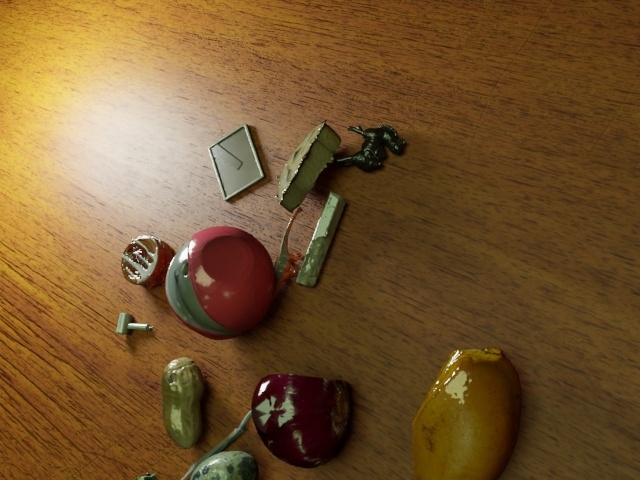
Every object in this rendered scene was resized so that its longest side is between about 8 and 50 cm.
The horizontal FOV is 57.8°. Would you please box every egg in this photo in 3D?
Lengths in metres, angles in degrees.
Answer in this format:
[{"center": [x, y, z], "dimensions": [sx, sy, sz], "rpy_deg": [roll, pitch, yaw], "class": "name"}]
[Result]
[{"center": [-0.231, 0.584, 1.401], "dimensions": [0.181, 0.141, 0.141], "rpy_deg": [-33, 62, 3], "class": "egg"}]

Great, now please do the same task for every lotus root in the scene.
[{"center": [-0.045, -0.193, 1.536], "dimensions": [0.261, 0.074, 0.170], "rpy_deg": [-57, 22, -8], "class": "lotus root"}]

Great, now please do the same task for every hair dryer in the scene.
[{"center": [-0.550, 0.251, 1.731], "dimensions": [0.124, 0.038, 0.063], "rpy_deg": [0, 75, 21], "class": "hair dryer"}]

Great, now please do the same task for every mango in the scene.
[{"center": [0.284, 0.384, 1.173], "dimensions": [0.199, 0.201, 0.350], "rpy_deg": [15, 90, 59], "class": "mango"}]

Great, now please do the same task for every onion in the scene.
[{"center": [-0.048, 0.410, 1.319], "dimensions": [0.216, 0.206, 0.207], "rpy_deg": [-13, 69, 23], "class": "onion"}]

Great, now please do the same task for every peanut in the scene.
[{"center": [-0.362, 0.429, 1.534], "dimensions": [0.120, 0.110, 0.236], "rpy_deg": [-12, 71, 10], "class": "peanut"}]

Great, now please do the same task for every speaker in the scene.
[{"center": [-0.263, 0.112, 1.506], "dimensions": [0.294, 0.294, 0.294], "rpy_deg": [-8, 71, 25], "class": "speaker"}]

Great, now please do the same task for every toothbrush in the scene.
[{"center": [-0.235, 0.509, 1.490], "dimensions": [0.375, 0.028, 0.037], "rpy_deg": [-43, 102, 11], "class": "toothbrush"}]

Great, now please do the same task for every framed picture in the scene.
[{"center": [-0.252, -0.234, 1.731], "dimensions": [0.150, 0.015, 0.203], "rpy_deg": [-29, 64, 17], "class": "framed picture"}]

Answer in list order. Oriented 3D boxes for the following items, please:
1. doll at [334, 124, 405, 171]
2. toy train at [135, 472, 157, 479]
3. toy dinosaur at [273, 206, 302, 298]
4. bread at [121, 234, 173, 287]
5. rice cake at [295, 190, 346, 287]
[{"center": [0.135, -0.242, 1.512], "dimensions": [0.165, 0.057, 0.139], "rpy_deg": [18, 81, 26], "class": "doll"}, {"center": [-0.464, 0.669, 1.544], "dimensions": [0.038, 0.056, 0.093], "rpy_deg": [-18, 67, 24], "class": "toy train"}, {"center": [-0.088, 0.047, 1.513], "dimensions": [0.055, 0.101, 0.279], "rpy_deg": [17, 94, 20], "class": "toy dinosaur"}, {"center": [-0.522, 0.063, 1.748], "dimensions": [0.160, 0.073, 0.160], "rpy_deg": [-8, 71, 25], "class": "bread"}, {"center": [0.000, 0.000, 1.505], "dimensions": [0.052, 0.057, 0.256], "rpy_deg": [17, 83, 32], "class": "rice cake"}]
